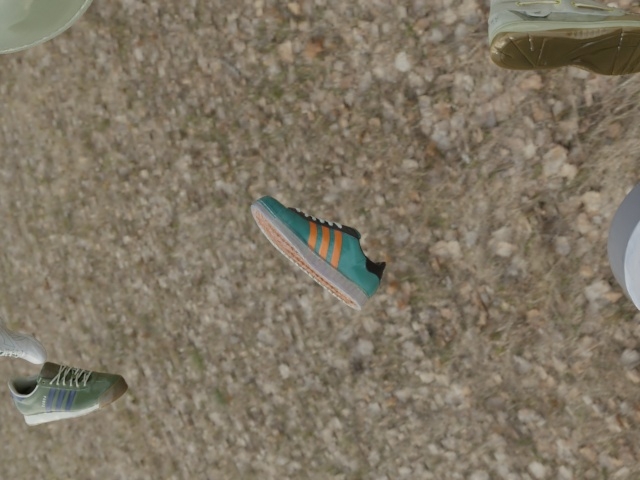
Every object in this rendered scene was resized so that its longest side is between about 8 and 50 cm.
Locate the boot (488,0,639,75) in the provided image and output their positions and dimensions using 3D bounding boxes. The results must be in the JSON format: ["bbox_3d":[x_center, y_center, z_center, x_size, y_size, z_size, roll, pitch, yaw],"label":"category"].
[{"bbox_3d":[0.284,-0.266,0.938,0.077,0.213,0.165,96,173,-59],"label":"boot"}]

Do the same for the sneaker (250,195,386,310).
[{"bbox_3d":[0.000,0.000,1.666,0.302,0.121,0.108,42,163,-15],"label":"sneaker"}]

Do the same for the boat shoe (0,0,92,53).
[{"bbox_3d":[-0.350,-0.376,1.096,0.340,0.127,0.113,-35,58,31],"label":"boat shoe"}]

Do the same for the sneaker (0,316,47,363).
[{"bbox_3d":[-0.575,0.192,1.555,0.152,0.061,0.053,37,123,-24],"label":"sneaker"}]

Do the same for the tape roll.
[{"bbox_3d":[0.487,0.008,1.084,0.072,0.219,0.219,-90,1,-67],"label":"tape roll"}]

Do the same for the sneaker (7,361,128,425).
[{"bbox_3d":[-0.397,0.224,1.302,0.192,0.064,0.086,-17,114,19],"label":"sneaker"}]
